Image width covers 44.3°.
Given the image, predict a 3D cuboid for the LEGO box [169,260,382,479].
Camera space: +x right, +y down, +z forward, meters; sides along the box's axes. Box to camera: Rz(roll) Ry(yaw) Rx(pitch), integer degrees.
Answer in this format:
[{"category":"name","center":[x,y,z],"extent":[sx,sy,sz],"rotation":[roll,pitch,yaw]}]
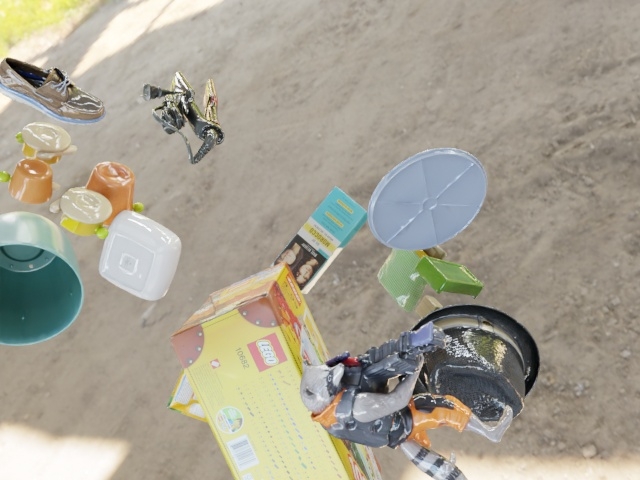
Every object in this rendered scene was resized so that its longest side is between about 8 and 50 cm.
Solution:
[{"category":"LEGO box","center":[-0.062,0.326,1.494],"extent":[0.193,0.500,0.372],"rotation":[-24,5,5]}]

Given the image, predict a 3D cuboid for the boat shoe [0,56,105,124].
[{"category":"boat shoe","center":[-0.445,-0.248,1.302],"extent":[0.066,0.183,0.066],"rotation":[124,157,-48]}]

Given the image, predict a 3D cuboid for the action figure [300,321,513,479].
[{"category":"action figure","center":[0.123,0.261,1.210],"extent":[0.341,0.330,0.178],"rotation":[127,162,-58]}]

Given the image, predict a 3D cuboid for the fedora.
[{"category":"fedora","center":[0.334,0.303,1.726],"extent":[0.334,0.334,0.152],"rotation":[-32,21,13]}]

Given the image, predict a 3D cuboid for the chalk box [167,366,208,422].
[{"category":"chalk box","center":[-0.314,0.378,2.289],"extent":[0.289,0.179,0.180],"rotation":[-98,31,-75]}]

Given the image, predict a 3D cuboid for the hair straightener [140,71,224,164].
[{"category":"hair straightener","center":[-0.155,-0.138,0.862],"extent":[0.230,0.089,0.047],"rotation":[-108,33,-59]}]

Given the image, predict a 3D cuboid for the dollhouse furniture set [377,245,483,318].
[{"category":"dollhouse furniture set","center":[0.221,0.092,1.942],"extent":[0.301,0.151,0.197],"rotation":[50,119,42]}]

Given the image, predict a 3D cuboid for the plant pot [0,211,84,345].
[{"category":"plant pot","center":[-0.723,0.067,1.897],"extent":[0.293,0.293,0.235],"rotation":[-35,35,8]}]

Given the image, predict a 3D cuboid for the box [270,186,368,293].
[{"category":"box","center":[0.000,0.000,1.839],"extent":[0.100,0.060,0.244],"rotation":[40,94,15]}]

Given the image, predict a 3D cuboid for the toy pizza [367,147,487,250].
[{"category":"toy pizza","center":[0.167,-0.066,1.243],"extent":[0.201,0.201,0.032],"rotation":[-34,44,10]}]

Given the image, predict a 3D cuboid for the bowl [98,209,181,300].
[{"category":"bowl","center":[-0.328,0.031,1.394],"extent":[0.142,0.142,0.053],"rotation":[-67,-11,19]}]

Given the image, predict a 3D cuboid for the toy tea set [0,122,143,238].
[{"category":"toy tea set","center":[-0.488,-0.100,1.407],"extent":[0.200,0.336,0.124],"rotation":[-48,-14,-54]}]
